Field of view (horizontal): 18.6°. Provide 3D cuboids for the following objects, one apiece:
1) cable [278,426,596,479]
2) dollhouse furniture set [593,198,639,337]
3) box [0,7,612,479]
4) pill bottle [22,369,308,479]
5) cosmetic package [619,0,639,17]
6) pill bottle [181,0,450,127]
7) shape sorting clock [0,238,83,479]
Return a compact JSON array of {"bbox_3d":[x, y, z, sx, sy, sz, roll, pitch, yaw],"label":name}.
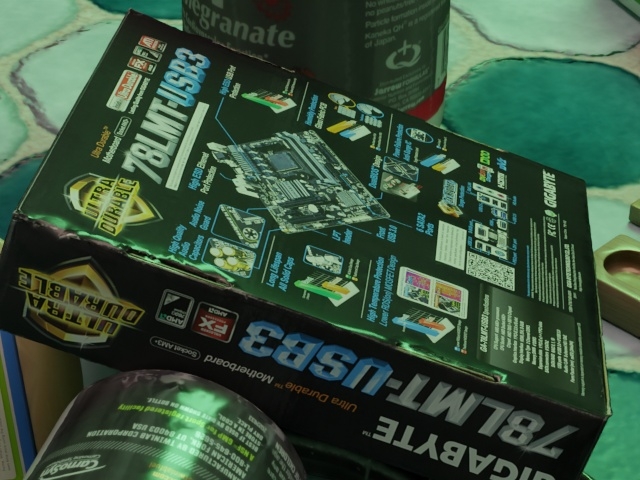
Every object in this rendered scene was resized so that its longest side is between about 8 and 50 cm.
[{"bbox_3d":[0.014,0.091,1.005,0.287,0.072,0.139,28,39,34],"label":"cable"},{"bbox_3d":[0.231,-0.028,1.142,0.144,0.123,0.151,30,44,34],"label":"dollhouse furniture set"},{"bbox_3d":[0.000,0.000,1.031,0.293,0.073,0.295,18,25,-4],"label":"box"},{"bbox_3d":[-0.097,0.175,0.832,0.130,0.130,0.245,10,35,12],"label":"pill bottle"},{"bbox_3d":[0.353,-0.193,1.325,0.155,0.197,0.365,-13,36,-21],"label":"cosmetic package"},{"bbox_3d":[-0.002,-0.212,1.226,0.176,0.318,0.176,0,35,0],"label":"pill bottle"},{"bbox_3d":[-0.222,0.072,0.989,0.206,0.040,0.206,11,61,-20],"label":"shape sorting clock"}]
